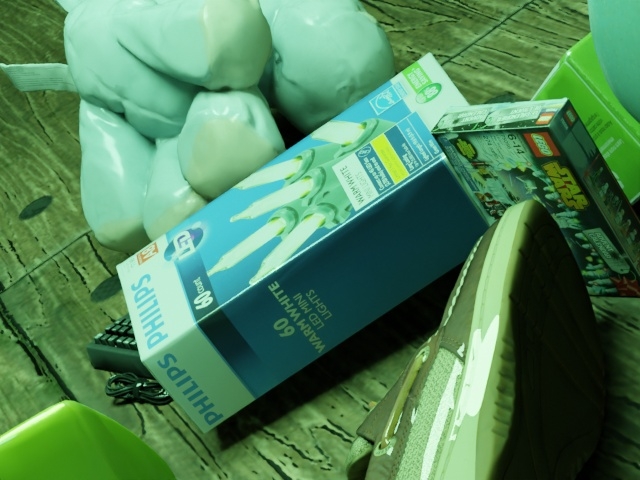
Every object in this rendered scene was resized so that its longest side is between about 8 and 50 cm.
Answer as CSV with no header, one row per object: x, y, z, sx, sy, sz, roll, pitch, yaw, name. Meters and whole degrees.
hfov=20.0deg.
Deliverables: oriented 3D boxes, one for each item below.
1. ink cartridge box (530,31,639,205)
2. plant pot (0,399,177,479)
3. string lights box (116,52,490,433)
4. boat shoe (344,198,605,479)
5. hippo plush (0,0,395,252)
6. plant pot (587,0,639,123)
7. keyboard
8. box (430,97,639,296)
0.223,-0.098,1.194,0.189,0.097,0.255,-39,-7,-15,ink cartridge box
-0.125,0.224,0.775,0.227,0.207,0.228,-34,-13,-3,plant pot
0.000,0.000,1.190,0.260,0.076,0.133,-34,30,4,string lights box
0.066,0.107,0.955,0.123,0.123,0.342,-15,36,27,boat shoe
-0.077,-0.115,1.465,0.294,0.234,0.237,21,24,41,hippo plush
0.257,-0.136,0.955,0.195,0.290,0.290,0,39,36,plant pot
-0.102,0.076,1.294,0.180,0.023,0.108,4,42,51,keyboard
0.136,-0.023,1.084,0.094,0.137,0.027,-1,43,47,box
